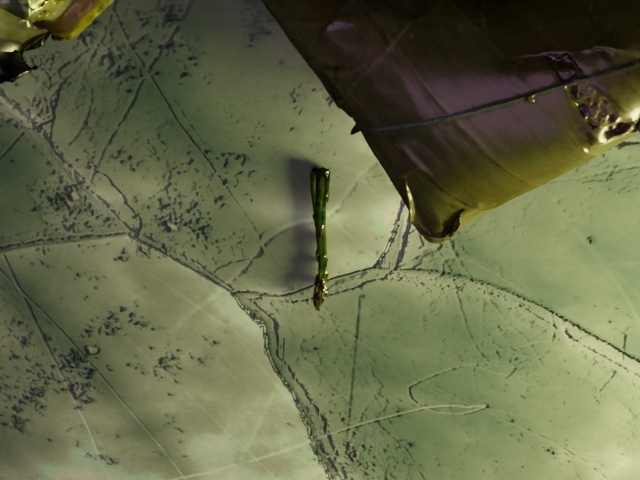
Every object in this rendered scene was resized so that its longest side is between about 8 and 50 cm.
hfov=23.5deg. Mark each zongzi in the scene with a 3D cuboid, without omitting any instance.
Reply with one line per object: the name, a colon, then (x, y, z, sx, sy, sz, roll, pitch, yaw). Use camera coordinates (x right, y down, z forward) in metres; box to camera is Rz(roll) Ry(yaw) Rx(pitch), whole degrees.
zongzi: (0.152, -0.221, 1.539, 0.356, 0.174, 0.393, -28, 114, 27)

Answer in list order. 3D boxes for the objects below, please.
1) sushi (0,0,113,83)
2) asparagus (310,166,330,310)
sushi: (-0.339, -0.311, 1.458, 0.285, 0.328, 0.328, -12, 125, 31)
asparagus: (0.000, 0.000, 1.885, 0.023, 0.022, 0.233, -25, 138, -25)
